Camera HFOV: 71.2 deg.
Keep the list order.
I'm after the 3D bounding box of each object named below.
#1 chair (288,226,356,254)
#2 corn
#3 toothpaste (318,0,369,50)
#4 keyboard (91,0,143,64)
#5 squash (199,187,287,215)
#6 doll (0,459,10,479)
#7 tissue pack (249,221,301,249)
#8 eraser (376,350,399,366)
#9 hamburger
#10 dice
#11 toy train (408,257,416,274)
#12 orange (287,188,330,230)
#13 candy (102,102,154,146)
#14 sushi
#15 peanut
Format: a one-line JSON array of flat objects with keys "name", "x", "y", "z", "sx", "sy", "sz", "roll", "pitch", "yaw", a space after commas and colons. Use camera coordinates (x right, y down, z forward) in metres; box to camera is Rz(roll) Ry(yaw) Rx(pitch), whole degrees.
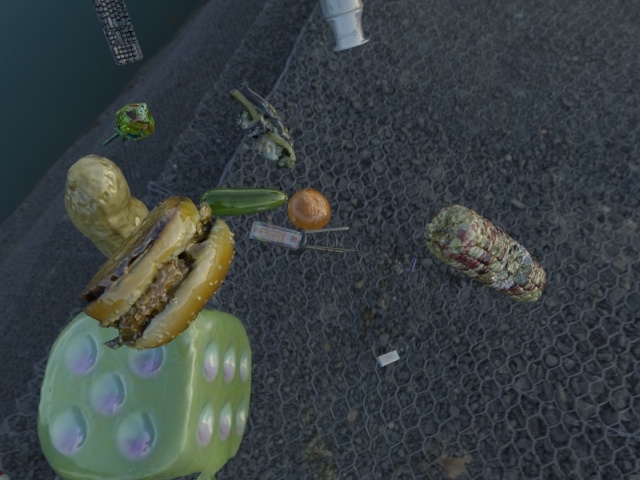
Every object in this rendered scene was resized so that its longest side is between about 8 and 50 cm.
[{"name": "chair", "x": 0.000, "y": 0.001, "z": 1.507, "sx": 0.221, "sy": 0.104, "sz": 0.095, "roll": -1, "pitch": 82, "yaw": -24}, {"name": "corn", "x": 0.290, "y": 0.033, "z": 0.753, "sx": 0.098, "sy": 0.289, "sz": 0.098, "roll": -37, "pitch": 38, "yaw": 36}, {"name": "toothpaste", "x": 0.003, "y": -0.437, "z": 0.617, "sx": 0.066, "sy": 0.323, "sz": 0.100, "roll": -12, "pitch": 28, "yaw": 11}, {"name": "keyboard", "x": -0.485, "y": -0.534, "z": 1.040, "sx": 0.072, "sy": 0.231, "sz": 0.023, "roll": -28, "pitch": 29, "yaw": -30}, {"name": "squash", "x": -0.176, "y": -0.092, "z": 1.032, "sx": 0.201, "sy": 0.066, "sz": 0.066, "roll": -5, "pitch": 63, "yaw": -11}, {"name": "doll", "x": -0.510, "y": 0.347, "z": 0.536, "sx": 0.199, "sy": 0.106, "sz": 0.336, "roll": 15, "pitch": 29, "yaw": -9}, {"name": "tissue pack", "x": -0.133, "y": -0.014, "z": 1.355, "sx": 0.148, "sy": 0.108, "sz": 0.060, "roll": 13, "pitch": 90, "yaw": 0}, {"name": "eraser", "x": 0.255, "y": 0.443, "z": 1.680, "sx": 0.083, "sy": 0.019, "sz": 0.038, "roll": -14, "pitch": 63, "yaw": -28}, {"name": "hamburger", "x": -0.187, "y": 0.032, "z": 0.539, "sx": 0.181, "sy": 0.118, "sz": 0.191, "roll": -40, "pitch": 26, "yaw": 9}, {"name": "dice", "x": -0.267, "y": 0.244, "z": 0.733, "sx": 0.249, "sy": 0.252, "sz": 0.255, "roll": -3, "pitch": 74, "yaw": 12}, {"name": "toy train", "x": 0.385, "y": 0.112, "z": 1.875, "sx": 0.017, "sy": 0.017, "sz": 0.083, "roll": 12, "pitch": 58, "yaw": 20}, {"name": "orange", "x": -0.052, "y": -0.127, "z": 1.941, "sx": 0.193, "sy": 0.161, "sz": 0.193, "roll": 19, "pitch": 55, "yaw": -29}, {"name": "candy", "x": -0.464, "y": -0.254, "z": 1.046, "sx": 0.262, "sy": 0.077, "sz": 0.073, "roll": -6, "pitch": 39, "yaw": 48}, {"name": "sushi", "x": -0.177, "y": -0.346, "z": 1.385, "sx": 0.131, "sy": 0.139, "sz": 0.291, "roll": -40, "pitch": 108, "yaw": -2}, {"name": "peanut", "x": -0.466, "y": -0.058, "z": 0.997, "sx": 0.146, "sy": 0.306, "sz": 0.147, "roll": -4, "pitch": 57, "yaw": 6}]
